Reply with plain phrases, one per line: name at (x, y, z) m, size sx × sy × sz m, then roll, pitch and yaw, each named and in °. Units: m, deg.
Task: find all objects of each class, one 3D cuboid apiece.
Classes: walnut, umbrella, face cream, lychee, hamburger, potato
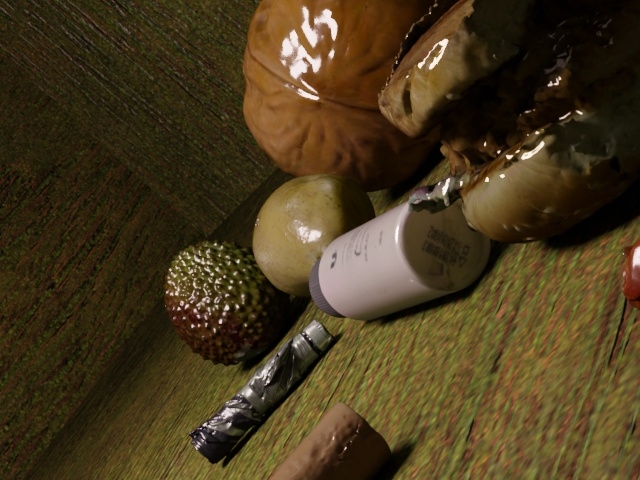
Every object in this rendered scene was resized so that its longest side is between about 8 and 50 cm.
walnut at (0.063, -0.242, 1.860) m, size 0.398 × 0.308 × 0.354 m, roll -56°, pitch -25°, yaw -58°
umbrella at (-0.059, 0.160, 1.500) m, size 0.188 × 0.046 × 0.050 m, roll -43°, pitch 0°, yaw -1°
face cream at (0.057, 0.027, 1.345) m, size 0.092 × 0.092 × 0.311 m, roll -51°, pitch 7°, yaw -20°
lychee at (-0.121, 0.074, 1.824) m, size 0.171 × 0.171 × 0.171 m, roll -47°, pitch 8°, yaw 8°
hamburger at (0.186, -0.148, 1.117) m, size 0.318 × 0.195 × 0.277 m, roll -48°, pitch 4°, yaw -23°
potato at (0.000, 0.000, 1.670) m, size 0.157 × 0.157 × 0.194 m, roll -48°, pitch 21°, yaw 0°

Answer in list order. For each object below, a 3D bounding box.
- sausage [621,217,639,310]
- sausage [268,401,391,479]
sausage at (0.262, -0.060, 0.608) m, size 0.330 × 0.102 × 0.102 m, roll -41°, pitch 10°, yaw 38°
sausage at (-0.056, 0.243, 0.978) m, size 0.301 × 0.066 × 0.066 m, roll -51°, pitch 8°, yaw -26°
